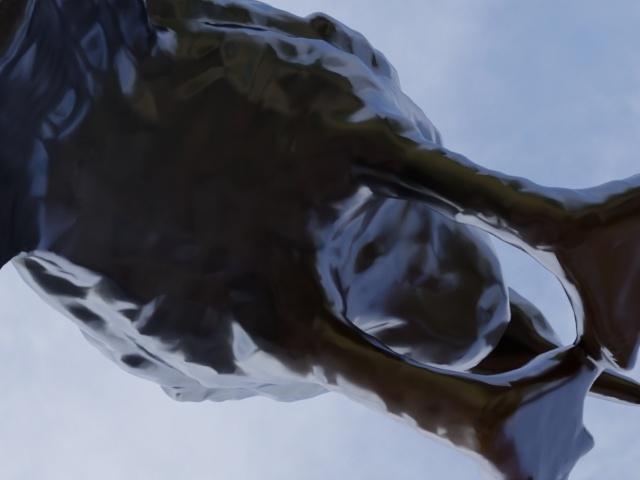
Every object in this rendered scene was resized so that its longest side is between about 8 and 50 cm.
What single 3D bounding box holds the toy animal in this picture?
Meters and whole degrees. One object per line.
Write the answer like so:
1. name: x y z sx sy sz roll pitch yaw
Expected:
1. toy animal: 0.000 0.000 0.493 0.298 0.185 0.122 20 -84 -43
